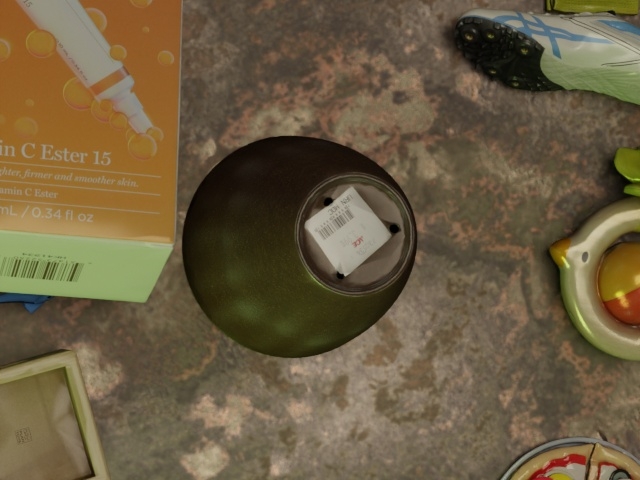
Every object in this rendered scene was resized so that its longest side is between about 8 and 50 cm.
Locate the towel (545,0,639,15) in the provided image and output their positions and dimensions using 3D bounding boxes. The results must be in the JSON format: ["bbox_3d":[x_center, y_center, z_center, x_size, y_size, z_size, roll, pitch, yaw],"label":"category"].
[{"bbox_3d":[0.274,-0.346,1.973,0.102,0.021,0.237,0,87,-13],"label":"towel"}]

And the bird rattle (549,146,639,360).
[{"bbox_3d":[0.340,0.033,1.943,0.207,0.143,0.253,-27,107,-3],"label":"bird rattle"}]

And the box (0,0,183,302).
[{"bbox_3d":[-0.237,-0.138,1.712,0.215,0.168,0.345,4,70,-13],"label":"box"}]

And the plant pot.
[{"bbox_3d":[0.000,0.000,1.777,0.215,0.230,0.215,1,87,-14],"label":"plant pot"}]

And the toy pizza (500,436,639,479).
[{"bbox_3d":[0.257,0.295,1.929,0.201,0.032,0.201,1,87,-14],"label":"toy pizza"}]

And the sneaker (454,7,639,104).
[{"bbox_3d":[0.245,-0.193,1.935,0.237,0.085,0.086,11,58,-10],"label":"sneaker"}]

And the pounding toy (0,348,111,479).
[{"bbox_3d":[-0.307,0.144,1.760,0.181,0.094,0.206,-16,91,-15],"label":"pounding toy"}]

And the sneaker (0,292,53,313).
[{"bbox_3d":[-0.247,0.013,1.804,0.209,0.069,0.082,-22,111,-17],"label":"sneaker"}]
